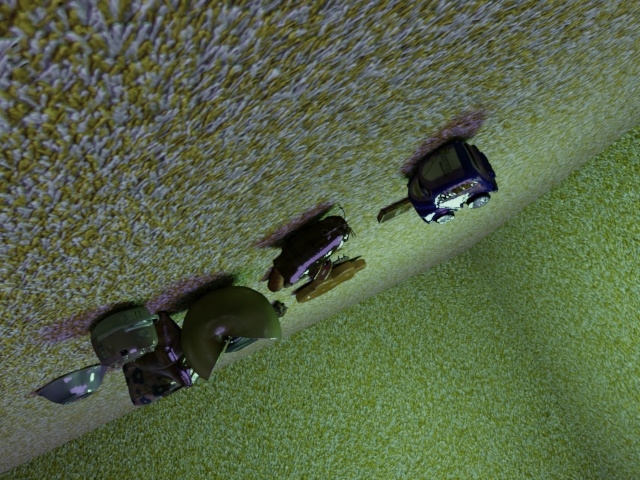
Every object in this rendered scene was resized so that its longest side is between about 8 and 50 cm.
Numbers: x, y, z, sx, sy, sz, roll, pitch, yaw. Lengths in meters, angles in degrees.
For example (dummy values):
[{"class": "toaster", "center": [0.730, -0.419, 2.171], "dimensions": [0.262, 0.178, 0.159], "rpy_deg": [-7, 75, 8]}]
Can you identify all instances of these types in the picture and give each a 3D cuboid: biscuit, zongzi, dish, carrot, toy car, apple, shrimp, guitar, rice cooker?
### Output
[{"class": "biscuit", "center": [0.035, 0.177, 2.211], "dimensions": [0.355, 0.052, 0.275], "rpy_deg": [-36, 163, 36]}, {"class": "zongzi", "center": [-0.527, 0.321, 1.606], "dimensions": [0.286, 0.288, 0.134], "rpy_deg": [2, -141, 31]}, {"class": "dish", "center": [-0.831, 0.507, 1.716], "dimensions": [0.229, 0.081, 0.229], "rpy_deg": [-26, 167, -7]}, {"class": "carrot", "center": [-0.147, 0.128, 1.699], "dimensions": [0.055, 0.055, 0.161], "rpy_deg": [-22, 158, -22]}, {"class": "toy car", "center": [0.334, -0.160, 1.353], "dimensions": [0.235, 0.172, 0.158], "rpy_deg": [-32, 150, 27]}, {"class": "apple", "center": [-0.282, 0.257, 1.529], "dimensions": [0.295, 0.233, 0.258], "rpy_deg": [-28, -178, 0]}, {"class": "zongzi", "center": [0.000, 0.000, 1.446], "dimensions": [0.247, 0.111, 0.241], "rpy_deg": [-38, -179, 18]}, {"class": "shrimp", "center": [-0.233, 0.332, 2.283], "dimensions": [0.173, 0.058, 0.253], "rpy_deg": [-15, 165, -13]}, {"class": "guitar", "center": [-0.019, 0.105, 1.867], "dimensions": [0.271, 0.038, 0.084], "rpy_deg": [-24, 167, -3]}, {"class": "rice cooker", "center": [-0.506, 0.252, 1.309], "dimensions": [0.206, 0.127, 0.145], "rpy_deg": [-27, 170, 38]}]

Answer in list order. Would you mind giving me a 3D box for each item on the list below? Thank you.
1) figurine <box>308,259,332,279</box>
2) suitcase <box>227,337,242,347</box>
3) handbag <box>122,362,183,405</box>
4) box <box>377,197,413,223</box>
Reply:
[{"class": "figurine", "center": [0.000, 0.078, 1.769], "dimensions": [0.098, 0.082, 0.154], "rpy_deg": [-51, 161, 12]}, {"class": "suitcase", "center": [-0.339, 0.361, 2.010], "dimensions": [0.202, 0.128, 0.312], "rpy_deg": [-30, 166, 11]}, {"class": "handbag", "center": [-0.570, 0.483, 1.869], "dimensions": [0.193, 0.190, 0.251], "rpy_deg": [-21, 173, 29]}, {"class": "box", "center": [0.254, -0.103, 1.665], "dimensions": [0.133, 0.023, 0.090], "rpy_deg": [-25, 168, -8]}]
